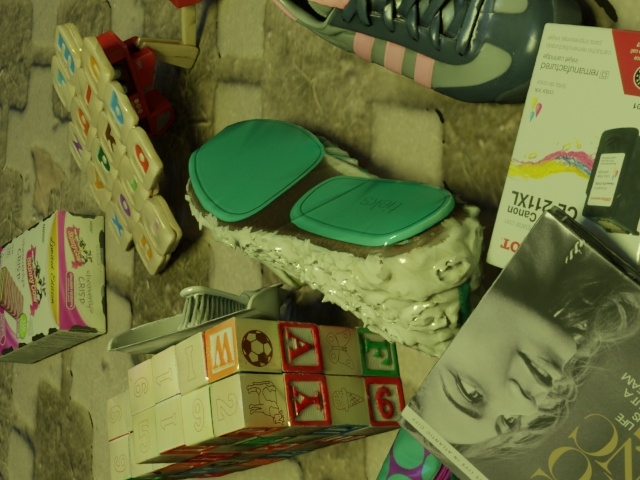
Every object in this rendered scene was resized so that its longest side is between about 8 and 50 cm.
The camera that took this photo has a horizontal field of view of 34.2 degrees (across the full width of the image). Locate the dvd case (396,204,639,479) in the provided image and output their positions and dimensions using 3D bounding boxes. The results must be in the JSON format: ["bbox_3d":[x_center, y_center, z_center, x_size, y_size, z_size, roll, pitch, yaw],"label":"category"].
[{"bbox_3d":[0.158,0.107,0.684,0.164,0.018,0.221,41,131,16],"label":"dvd case"}]

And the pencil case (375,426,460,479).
[{"bbox_3d":[0.080,0.186,0.816,0.070,0.064,0.152,-110,39,-66],"label":"pencil case"}]

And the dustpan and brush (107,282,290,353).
[{"bbox_3d":[-0.077,0.062,0.931,0.147,0.211,0.060,-18,74,24],"label":"dustpan and brush"}]

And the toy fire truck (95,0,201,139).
[{"bbox_3d":[-0.188,-0.212,1.189,0.047,0.135,0.192,46,159,38],"label":"toy fire truck"}]

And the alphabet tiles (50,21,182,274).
[{"bbox_3d":[-0.238,-0.103,1.193,0.284,0.021,0.278,62,156,10],"label":"alphabet tiles"}]

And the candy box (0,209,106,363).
[{"bbox_3d":[-0.373,0.068,1.398,0.233,0.071,0.159,-23,66,47],"label":"candy box"}]

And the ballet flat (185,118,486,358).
[{"bbox_3d":[0.000,0.000,0.891,0.409,0.147,0.147,31,108,59],"label":"ballet flat"}]

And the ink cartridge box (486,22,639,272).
[{"bbox_3d":[0.198,-0.048,0.700,0.127,0.072,0.175,21,100,50],"label":"ink cartridge box"}]

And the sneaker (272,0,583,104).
[{"bbox_3d":[0.062,-0.186,0.845,0.319,0.131,0.112,26,104,50],"label":"sneaker"}]

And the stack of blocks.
[{"bbox_3d":[-0.087,0.155,0.946,0.297,0.171,0.087,-28,63,47],"label":"stack of blocks"}]
